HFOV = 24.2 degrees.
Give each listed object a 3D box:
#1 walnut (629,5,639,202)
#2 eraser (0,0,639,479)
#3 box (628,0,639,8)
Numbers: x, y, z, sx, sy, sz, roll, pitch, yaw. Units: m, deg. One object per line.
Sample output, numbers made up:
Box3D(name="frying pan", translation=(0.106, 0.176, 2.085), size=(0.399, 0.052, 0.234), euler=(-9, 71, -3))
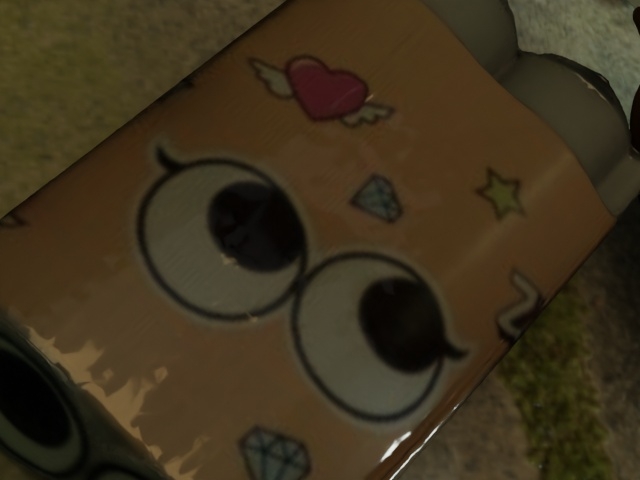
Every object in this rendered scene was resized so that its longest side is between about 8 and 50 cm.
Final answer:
Box3D(name="walnut", translation=(0.257, -0.012, 0.679), size=(0.209, 0.209, 0.336), euler=(-17, 55, -33))
Box3D(name="eraser", translation=(0.000, 0.000, 0.609), size=(0.171, 0.087, 0.290), euler=(45, 53, 3))
Box3D(name="box", translation=(0.211, -0.194, 0.862), size=(0.154, 0.040, 0.084), euler=(-30, 80, -36))
